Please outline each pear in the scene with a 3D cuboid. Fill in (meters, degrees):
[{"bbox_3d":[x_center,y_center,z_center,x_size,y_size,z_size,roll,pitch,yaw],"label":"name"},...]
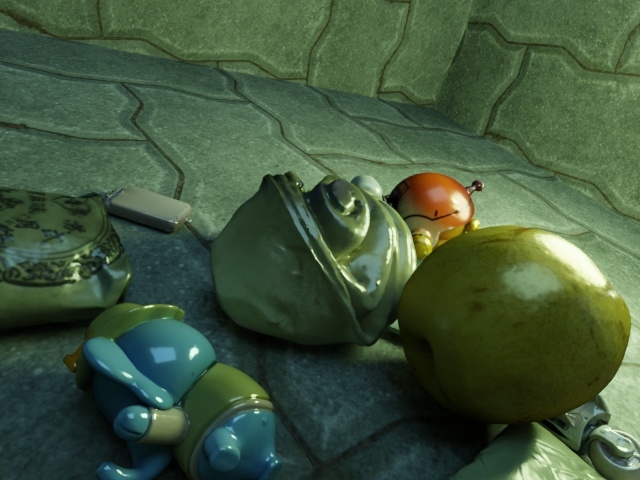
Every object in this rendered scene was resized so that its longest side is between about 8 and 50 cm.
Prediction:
[{"bbox_3d":[0.276,0.122,0.678,0.314,0.314,0.314,14,29,-8],"label":"pear"}]

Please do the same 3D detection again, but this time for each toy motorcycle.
[{"bbox_3d":[0.395,0.271,0.734,0.112,0.112,0.254,6,30,-22],"label":"toy motorcycle"}]

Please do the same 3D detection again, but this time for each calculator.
[{"bbox_3d":[-0.344,-0.065,0.921,0.175,0.032,0.100,18,29,-2],"label":"calculator"}]

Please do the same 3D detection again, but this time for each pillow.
[{"bbox_3d":[0.295,0.357,0.533,0.281,0.076,0.274,-5,39,-47],"label":"pillow"}]

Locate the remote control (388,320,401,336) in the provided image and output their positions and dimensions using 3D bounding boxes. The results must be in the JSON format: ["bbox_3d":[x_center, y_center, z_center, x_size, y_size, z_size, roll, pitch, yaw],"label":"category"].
[{"bbox_3d":[0.164,0.135,0.884,0.061,0.029,0.162,24,24,4],"label":"remote control"}]

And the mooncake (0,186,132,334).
[{"bbox_3d":[-0.415,0.015,0.636,0.250,0.136,0.254,-1,35,-38],"label":"mooncake"}]

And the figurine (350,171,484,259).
[{"bbox_3d":[0.222,-0.068,1.095,0.323,0.196,0.320,2,25,-10],"label":"figurine"}]

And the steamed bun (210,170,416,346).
[{"bbox_3d":[0.000,0.000,0.794,0.352,0.247,0.339,10,28,-7],"label":"steamed bun"}]

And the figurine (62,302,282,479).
[{"bbox_3d":[-0.166,0.169,0.504,0.262,0.153,0.180,34,20,32],"label":"figurine"}]
